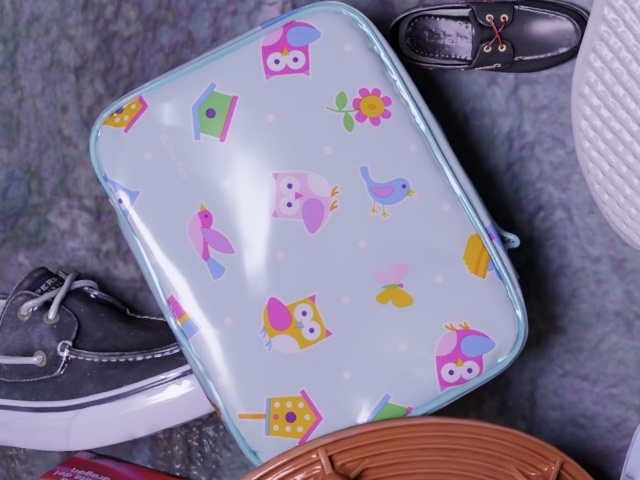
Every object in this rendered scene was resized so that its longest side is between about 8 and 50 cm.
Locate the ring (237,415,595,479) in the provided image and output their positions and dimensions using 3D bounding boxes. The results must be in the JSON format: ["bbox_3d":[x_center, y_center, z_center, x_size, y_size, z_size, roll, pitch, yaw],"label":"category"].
[{"bbox_3d":[0.047,0.261,1.063,0.336,0.032,0.337,-6,118,-12],"label":"ring"}]

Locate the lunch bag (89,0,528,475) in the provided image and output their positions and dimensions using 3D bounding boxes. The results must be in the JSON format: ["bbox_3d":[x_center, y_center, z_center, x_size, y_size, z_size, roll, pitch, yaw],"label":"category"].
[{"bbox_3d":[0.000,0.000,1.052,0.224,0.108,0.279,-28,90,-4],"label":"lunch bag"}]

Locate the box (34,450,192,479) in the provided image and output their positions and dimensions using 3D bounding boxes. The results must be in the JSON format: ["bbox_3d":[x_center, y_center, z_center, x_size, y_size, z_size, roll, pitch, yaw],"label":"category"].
[{"bbox_3d":[-0.102,0.259,1.190,0.256,0.122,0.128,12,108,21],"label":"box"}]

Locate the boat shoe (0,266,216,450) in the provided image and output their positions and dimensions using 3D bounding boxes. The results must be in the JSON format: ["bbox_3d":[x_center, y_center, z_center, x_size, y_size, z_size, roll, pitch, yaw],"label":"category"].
[{"bbox_3d":[-0.199,0.080,1.187,0.335,0.121,0.119,-7,103,29],"label":"boat shoe"}]

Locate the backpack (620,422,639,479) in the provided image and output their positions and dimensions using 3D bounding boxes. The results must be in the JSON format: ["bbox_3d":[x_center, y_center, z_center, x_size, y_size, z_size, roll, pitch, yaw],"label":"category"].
[{"bbox_3d":[0.287,0.197,0.933,0.213,0.276,0.263,33,128,48],"label":"backpack"}]

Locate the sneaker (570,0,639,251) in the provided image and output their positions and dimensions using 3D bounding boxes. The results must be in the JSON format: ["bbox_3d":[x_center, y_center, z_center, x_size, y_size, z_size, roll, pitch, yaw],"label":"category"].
[{"bbox_3d":[0.242,-0.152,0.939,0.135,0.150,0.366,33,140,35],"label":"sneaker"}]

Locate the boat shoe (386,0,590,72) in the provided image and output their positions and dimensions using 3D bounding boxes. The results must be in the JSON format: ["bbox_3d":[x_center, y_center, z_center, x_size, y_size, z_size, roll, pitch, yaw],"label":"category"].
[{"bbox_3d":[0.108,-0.130,1.048,0.133,0.042,0.049,3,101,22],"label":"boat shoe"}]
